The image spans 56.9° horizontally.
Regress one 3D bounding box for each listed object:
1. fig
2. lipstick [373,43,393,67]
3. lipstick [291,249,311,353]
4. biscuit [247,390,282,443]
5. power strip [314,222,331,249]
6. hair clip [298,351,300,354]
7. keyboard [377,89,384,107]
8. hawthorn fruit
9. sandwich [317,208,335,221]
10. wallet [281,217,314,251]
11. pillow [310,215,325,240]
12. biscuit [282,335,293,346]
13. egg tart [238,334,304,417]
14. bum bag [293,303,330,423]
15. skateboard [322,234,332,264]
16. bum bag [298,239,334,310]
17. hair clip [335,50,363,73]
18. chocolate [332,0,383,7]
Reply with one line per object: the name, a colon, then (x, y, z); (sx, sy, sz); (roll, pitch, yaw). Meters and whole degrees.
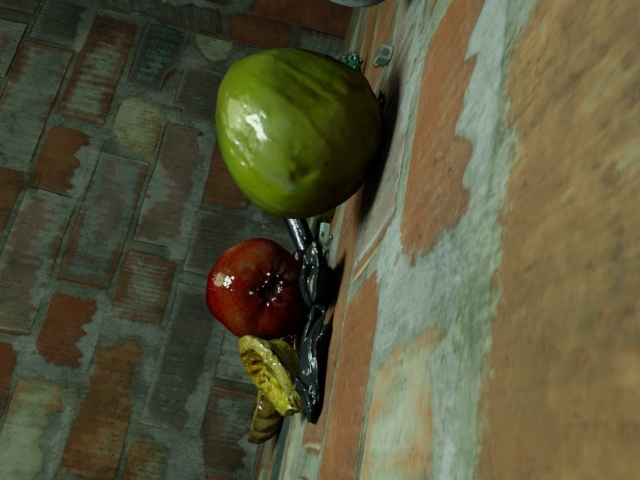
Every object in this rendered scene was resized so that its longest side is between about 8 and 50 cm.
fig: (-0.053, -0.212, 1.154); (0.343, 0.343, 0.344); (-167, 90, -85)
lipstick: (0.138, -0.417, 1.358); (0.129, 0.030, 0.030); (-136, 59, -85)
lipstick: (-0.050, 0.170, 1.631); (0.081, 0.081, 0.300); (114, 161, -67)
biscuit: (-0.173, 0.551, 2.060); (0.326, 0.107, 0.326); (-164, 90, -84)
power strip: (0.000, 0.000, 1.875); (0.192, 0.035, 0.082); (123, 158, -77)
hair clip: (-0.061, 0.340, 1.578); (0.036, 0.066, 0.229); (-47, -9, -37)
keyboard: (0.110, -0.231, 1.310); (0.074, 0.015, 0.197); (-78, 3, -58)
hawthorn fruit: (-0.171, 0.127, 1.538); (0.307, 0.265, 0.265); (168, 115, -73)
sandwich: (0.007, -0.172, 1.812); (0.160, 0.109, 0.185); (-90, 13, -60)
wallet: (-0.060, -0.001, 1.864); (0.262, 0.071, 0.221); (101, 144, -74)
pillow: (-0.010, -0.046, 2.060); (0.148, 0.050, 0.230); (-72, -2, -59)
biscuit: (-0.062, 0.237, 1.798); (0.151, 0.063, 0.235); (-98, 24, -76)
egg tart: (-0.100, 0.313, 1.409); (0.106, 0.241, 0.241); (-34, -19, -28)
bum bag: (-0.021, 0.262, 1.260); (0.123, 0.059, 0.248); (109, 171, -49)
skateboard: (0.016, 0.029, 1.665); (0.083, 0.032, 0.064); (-79, 14, -55)
bum bag: (-0.005, 0.103, 1.399); (0.310, 0.074, 0.137); (75, -159, -73)
hair clip: (0.070, -0.448, 1.922); (0.091, 0.138, 0.321); (47, 142, 27)
chocolate: (0.086, -0.574, 1.151); (0.213, 0.303, 0.303); (48, -128, -67)
